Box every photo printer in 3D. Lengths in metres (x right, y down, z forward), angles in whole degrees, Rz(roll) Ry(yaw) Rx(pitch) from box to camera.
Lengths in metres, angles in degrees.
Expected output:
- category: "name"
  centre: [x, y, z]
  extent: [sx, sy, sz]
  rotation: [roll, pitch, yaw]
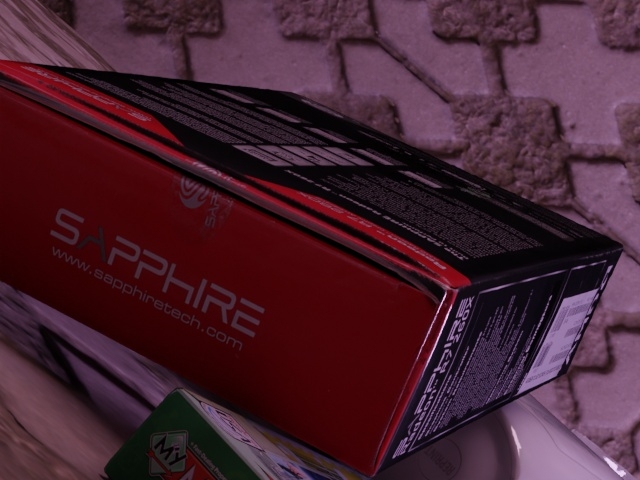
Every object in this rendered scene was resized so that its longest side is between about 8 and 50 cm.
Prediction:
- category: "photo printer"
  centre: [0.072, 0.115, 1.113]
  extent: [0.307, 0.107, 0.256]
  rotation: [43, 4, 34]

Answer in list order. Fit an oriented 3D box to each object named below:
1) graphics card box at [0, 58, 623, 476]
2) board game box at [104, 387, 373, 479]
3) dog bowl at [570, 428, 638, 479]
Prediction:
- category: "graphics card box"
  centre: [0.000, 0.000, 0.854]
  extent: [0.233, 0.094, 0.371]
  rotation: [25, 12, 17]
- category: "board game box"
  centre: [0.077, 0.191, 0.625]
  extent: [0.317, 0.046, 0.213]
  rotation: [43, 4, 32]
- category: "dog bowl"
  centre: [0.300, 0.301, 1.373]
  extent: [0.349, 0.102, 0.349]
  rotation: [42, 3, -2]
